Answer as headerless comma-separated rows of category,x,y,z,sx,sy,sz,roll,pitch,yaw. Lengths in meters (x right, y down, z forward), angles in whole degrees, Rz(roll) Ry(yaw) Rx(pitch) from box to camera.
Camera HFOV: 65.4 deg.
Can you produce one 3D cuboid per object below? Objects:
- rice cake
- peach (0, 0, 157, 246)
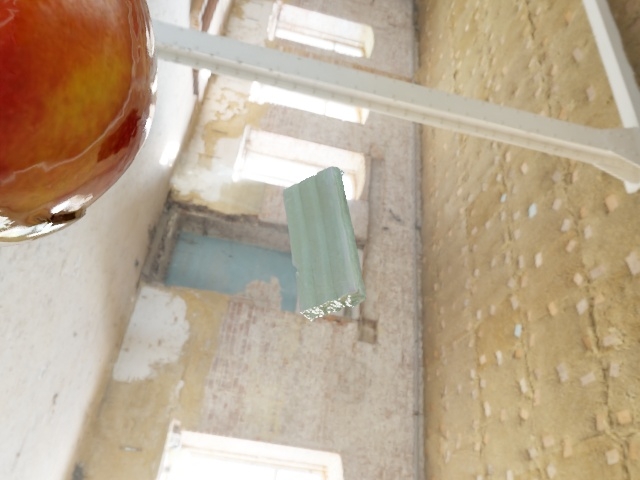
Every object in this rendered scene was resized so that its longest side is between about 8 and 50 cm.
rice cake,0.000,0.000,0.793,0.127,0.043,0.237,-25,-120,34
peach,-0.313,-0.182,0.427,0.370,0.369,0.371,-168,-90,-82
